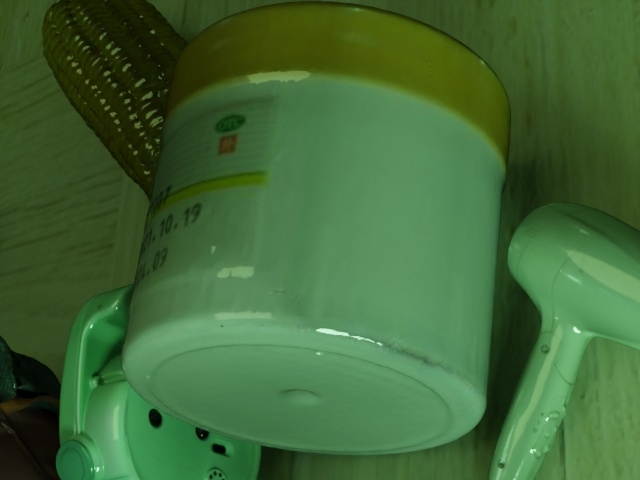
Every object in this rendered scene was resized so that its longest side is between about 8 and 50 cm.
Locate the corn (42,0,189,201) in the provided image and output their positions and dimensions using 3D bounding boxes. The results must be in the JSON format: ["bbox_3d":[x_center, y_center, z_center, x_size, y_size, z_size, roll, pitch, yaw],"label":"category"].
[{"bbox_3d":[-0.147,-0.117,1.201,0.120,0.120,0.363,-45,48,8],"label":"corn"}]

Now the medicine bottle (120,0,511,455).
[{"bbox_3d":[0.000,0.000,0.914,0.238,0.238,0.232,-11,58,35],"label":"medicine bottle"}]

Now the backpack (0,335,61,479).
[{"bbox_3d":[-0.283,0.237,1.027,0.283,0.197,0.317,-45,47,-2],"label":"backpack"}]

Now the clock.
[{"bbox_3d":[-0.108,0.146,0.972,0.066,0.159,0.211,-19,58,41],"label":"clock"}]

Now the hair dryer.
[{"bbox_3d":[0.168,0.112,0.845,0.206,0.075,0.237,33,94,40],"label":"hair dryer"}]
